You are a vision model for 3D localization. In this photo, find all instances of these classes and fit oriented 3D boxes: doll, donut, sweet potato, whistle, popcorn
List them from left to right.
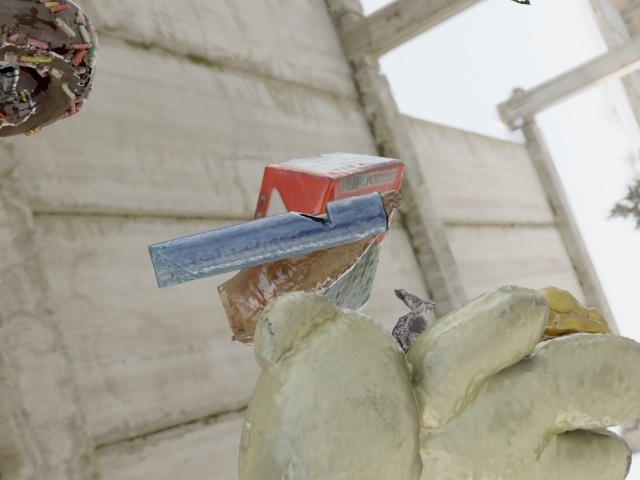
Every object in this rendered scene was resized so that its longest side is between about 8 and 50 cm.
[{"bbox_3d":[-0.408,-0.219,1.133,0.269,0.269,0.103,17,-131,-54],"label":"donut"},{"bbox_3d":[-0.065,-0.001,1.145,0.062,0.304,0.062,167,90,-88],"label":"whistle"},{"bbox_3d":[-0.019,0.025,1.382,0.131,0.336,0.131,45,-168,-13],"label":"sweet potato"},{"bbox_3d":[0.080,0.120,0.586,0.278,0.149,0.175,3,-98,-15],"label":"doll"},{"bbox_3d":[0.417,0.184,1.560,0.253,0.191,0.190,34,-101,-24],"label":"popcorn"}]

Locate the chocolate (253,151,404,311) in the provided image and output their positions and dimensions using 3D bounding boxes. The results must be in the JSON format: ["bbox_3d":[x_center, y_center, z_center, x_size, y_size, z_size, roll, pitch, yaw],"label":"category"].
[{"bbox_3d":[0.000,0.000,1.748,0.360,0.161,0.341,-20,-52,-62],"label":"chocolate"}]

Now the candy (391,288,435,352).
[{"bbox_3d":[0.141,0.156,1.454,0.094,0.051,0.226,45,-144,-14],"label":"candy"}]

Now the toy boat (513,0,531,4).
[{"bbox_3d":[0.213,-0.458,1.031,0.136,0.162,0.445,-68,-26,-14],"label":"toy boat"}]
